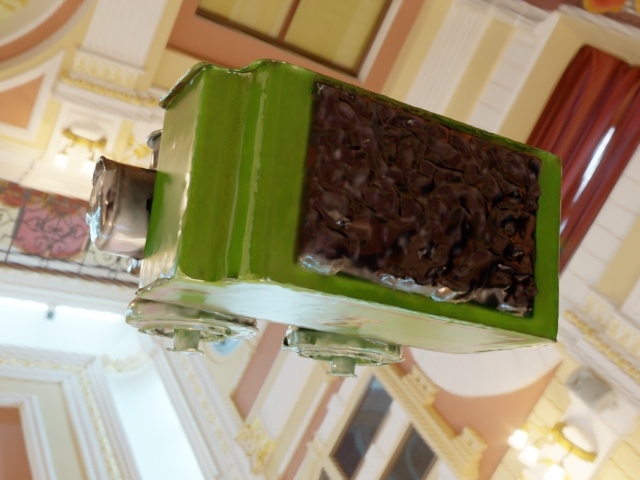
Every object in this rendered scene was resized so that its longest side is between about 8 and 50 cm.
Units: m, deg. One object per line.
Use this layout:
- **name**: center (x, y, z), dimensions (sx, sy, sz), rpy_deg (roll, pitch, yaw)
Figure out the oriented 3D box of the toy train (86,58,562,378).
- **toy train**: center (0.000, 0.000, 0.567), dimensions (0.307, 0.173, 0.249), rpy_deg (14, 164, -26)
